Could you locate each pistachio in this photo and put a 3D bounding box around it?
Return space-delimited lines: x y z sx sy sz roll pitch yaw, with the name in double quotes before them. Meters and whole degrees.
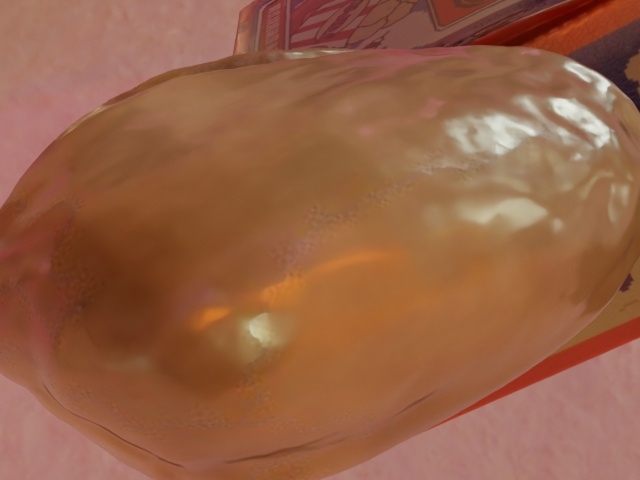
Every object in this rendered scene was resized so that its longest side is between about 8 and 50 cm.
"pistachio" 0.000 0.000 0.506 0.299 0.187 0.187 -23 39 -24

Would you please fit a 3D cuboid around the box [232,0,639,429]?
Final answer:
"box" 0.119 -0.093 0.876 0.319 0.257 0.348 -24 28 13
